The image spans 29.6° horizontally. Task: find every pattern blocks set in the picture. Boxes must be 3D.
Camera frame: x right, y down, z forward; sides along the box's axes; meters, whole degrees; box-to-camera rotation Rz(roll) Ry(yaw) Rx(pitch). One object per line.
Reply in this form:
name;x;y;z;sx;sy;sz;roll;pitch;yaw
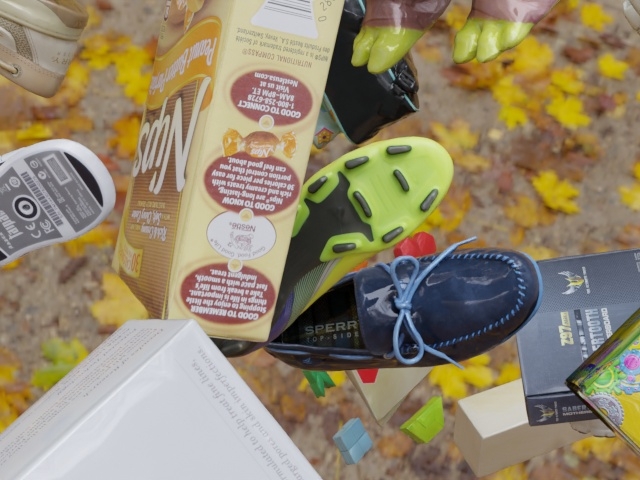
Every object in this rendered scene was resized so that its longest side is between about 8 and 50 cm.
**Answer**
pattern blocks set;0.095;0.152;1.696;0.325;0.026;0.285;-26;98;-44

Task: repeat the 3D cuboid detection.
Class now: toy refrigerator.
toy refrigerator;0.351;0.273;1.942;0.270;0.102;0.094;-17;44;-17

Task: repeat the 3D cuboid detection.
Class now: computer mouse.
computer mouse;-0.211;-0.018;0.812;0.193;0.106;0.042;-21;22;25

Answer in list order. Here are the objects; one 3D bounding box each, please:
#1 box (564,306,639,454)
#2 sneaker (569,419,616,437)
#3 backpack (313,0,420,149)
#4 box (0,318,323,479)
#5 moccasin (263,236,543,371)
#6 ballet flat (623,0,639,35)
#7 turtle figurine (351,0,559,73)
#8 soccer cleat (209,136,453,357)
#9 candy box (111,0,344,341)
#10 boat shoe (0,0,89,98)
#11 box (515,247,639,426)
box;0.360;0.081;0.975;0.279;0.290;0.177;-46;80;3
sneaker;0.417;0.158;1.586;0.107;0.110;0.275;13;28;34
backpack;0.017;-0.192;1.227;0.144;0.166;0.188;-27;22;18
box;-0.112;0.172;0.759;0.182;0.119;0.181;-43;107;-24
moccasin;0.073;0.090;1.324;0.117;0.342;0.137;12;62;-54
ballet flat;0.103;-0.072;0.334;0.041;0.041;0.114;21;5;11
turtle figurine;-0.006;-0.169;0.488;0.269;0.217;0.087;-7;44;41
soccer cleat;-0.001;-0.001;1.109;0.093;0.289;0.121;51;15;0
candy box;-0.071;-0.102;0.913;0.088;0.316;0.183;10;9;-23
boat shoe;-0.408;-0.250;1.229;0.341;0.110;0.121;25;15;6
box;0.331;0.113;1.481;0.183;0.059;0.232;-8;40;9
